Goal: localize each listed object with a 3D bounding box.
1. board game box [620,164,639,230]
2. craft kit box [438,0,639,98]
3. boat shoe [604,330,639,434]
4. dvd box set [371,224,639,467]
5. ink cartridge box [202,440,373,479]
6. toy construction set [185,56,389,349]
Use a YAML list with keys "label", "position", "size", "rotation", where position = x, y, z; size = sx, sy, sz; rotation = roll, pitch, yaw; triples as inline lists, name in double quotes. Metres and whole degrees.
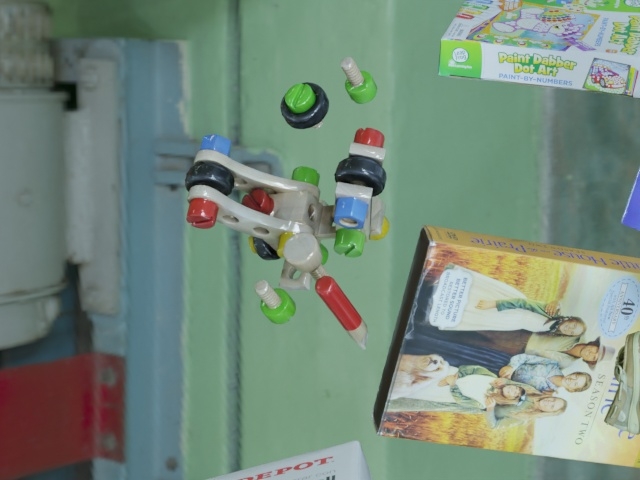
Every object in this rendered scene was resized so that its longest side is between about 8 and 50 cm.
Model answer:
- label: "board game box"
  position: [0.402, -0.098, 1.069]
  size: [0.214, 0.046, 0.317]
  rotation: [21, 139, 15]
- label: "craft kit box"
  position: [0.294, -0.259, 1.553]
  size: [0.247, 0.250, 0.061]
  rotation: [10, 121, 13]
- label: "boat shoe"
  position: [0.365, 0.170, 1.482]
  size: [0.048, 0.056, 0.153]
  rotation: [10, 134, 22]
- label: "dvd box set"
  position: [0.307, 0.155, 1.703]
  size: [0.421, 0.062, 0.307]
  rotation: [9, 113, -11]
- label: "ink cartridge box"
  position: [-0.054, 0.248, 0.787]
  size: [0.198, 0.273, 0.114]
  rotation: [-15, 102, 5]
- label: "toy construction set"
  position: [0.000, 0.000, 1.478]
  size: [0.258, 0.237, 0.308]
  rotation: [-22, 53, 10]
